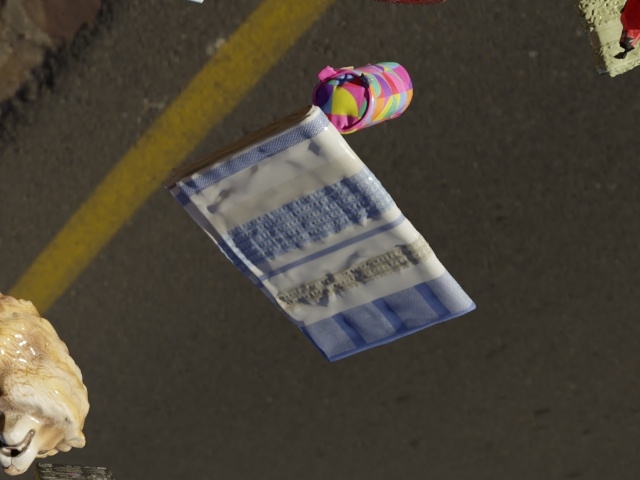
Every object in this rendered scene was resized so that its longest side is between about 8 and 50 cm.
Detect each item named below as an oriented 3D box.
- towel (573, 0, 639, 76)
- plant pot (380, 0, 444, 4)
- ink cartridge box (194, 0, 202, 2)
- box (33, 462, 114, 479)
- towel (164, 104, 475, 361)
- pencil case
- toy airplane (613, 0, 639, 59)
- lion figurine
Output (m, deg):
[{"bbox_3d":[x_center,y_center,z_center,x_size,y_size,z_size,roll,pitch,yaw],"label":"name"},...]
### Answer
[{"bbox_3d":[0.392,-0.271,1.506,0.148,0.110,0.027,-20,179,2],"label":"towel"},{"bbox_3d":[0.000,-0.347,1.028,0.275,0.275,0.243,11,96,-19],"label":"plant pot"},{"bbox_3d":[-0.235,-0.488,1.905,0.078,0.231,0.134,3,128,-43],"label":"ink cartridge box"},{"bbox_3d":[-0.270,0.266,1.362,0.083,0.067,0.018,8,98,-22],"label":"box"},{"bbox_3d":[0.000,0.000,1.264,0.209,0.034,0.285,-23,119,35],"label":"towel"},{"bbox_3d":[0.067,-0.225,1.897,0.104,0.104,0.236,-21,-179,21],"label":"pencil case"},{"bbox_3d":[0.298,-0.235,1.124,0.028,0.151,0.151,21,141,2],"label":"toy airplane"},{"bbox_3d":[-0.406,0.077,1.180,0.392,0.142,0.240,20,148,19],"label":"lion figurine"}]
